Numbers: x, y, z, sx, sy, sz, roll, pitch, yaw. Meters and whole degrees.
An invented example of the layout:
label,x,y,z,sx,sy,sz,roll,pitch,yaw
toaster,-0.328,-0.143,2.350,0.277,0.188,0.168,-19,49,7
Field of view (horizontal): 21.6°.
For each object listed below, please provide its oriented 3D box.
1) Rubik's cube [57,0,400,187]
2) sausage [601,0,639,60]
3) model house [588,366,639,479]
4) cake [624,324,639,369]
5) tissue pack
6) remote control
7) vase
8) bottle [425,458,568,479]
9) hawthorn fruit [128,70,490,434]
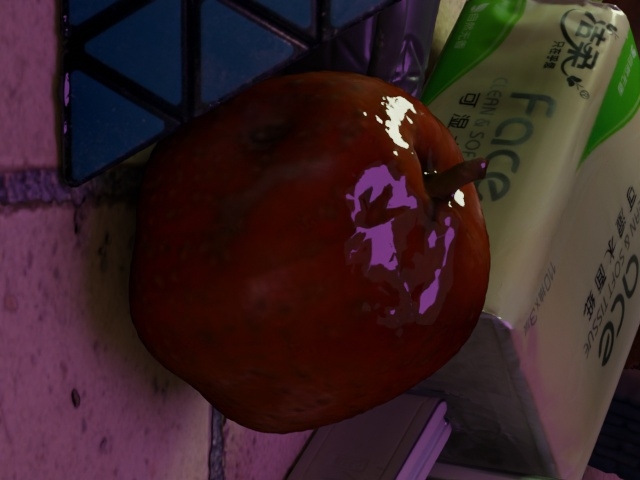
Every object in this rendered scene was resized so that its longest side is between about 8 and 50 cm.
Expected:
label,x,y,z,sx,sy,sz,roll,pitch,yaw
Rubik's cube,-0.083,-0.196,1.228,0.233,0.228,0.228,-3,53,-24
sausage,0.387,-0.203,2.019,0.152,0.152,0.279,47,56,-51
model house,0.498,0.139,2.095,0.445,0.395,0.400,-33,134,-68
cake,0.321,0.089,1.842,0.116,0.295,0.112,-43,113,-56
tissue pack,0.196,0.009,1.664,0.405,0.205,0.331,-63,147,-32
remote control,0.015,0.242,1.483,0.277,0.103,0.055,-55,139,-41
vase,0.034,-0.183,1.418,0.251,0.156,0.300,-127,-139,-74
bottle,0.150,0.248,1.564,0.096,0.254,0.079,46,57,-49
hawthorn fruit,0.000,0.000,1.265,0.275,0.300,0.275,37,41,-42
